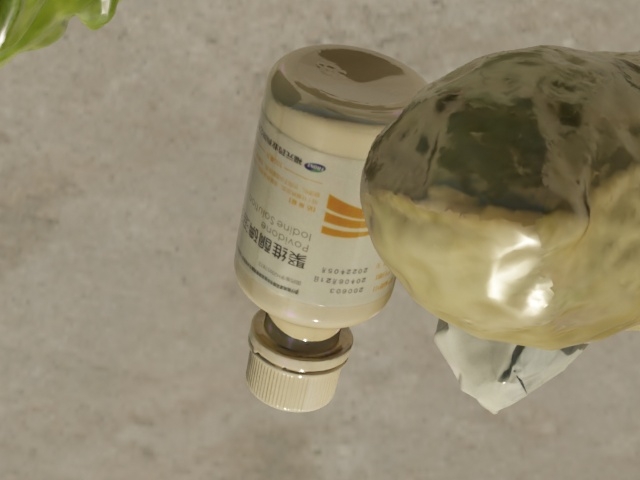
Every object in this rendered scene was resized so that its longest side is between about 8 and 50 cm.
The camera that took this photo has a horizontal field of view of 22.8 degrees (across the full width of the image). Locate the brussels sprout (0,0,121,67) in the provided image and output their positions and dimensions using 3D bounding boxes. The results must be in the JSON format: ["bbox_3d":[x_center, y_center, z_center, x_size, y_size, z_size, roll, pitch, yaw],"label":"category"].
[{"bbox_3d":[-0.225,-0.239,1.005,0.247,0.328,0.328,30,140,28],"label":"brussels sprout"}]

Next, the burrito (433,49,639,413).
[{"bbox_3d":[0.248,-0.059,1.228,0.139,0.101,0.445,44,89,-10],"label":"burrito"}]

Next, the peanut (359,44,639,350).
[{"bbox_3d":[0.097,-0.018,0.598,0.123,0.123,0.257,-36,163,29],"label":"peanut"}]

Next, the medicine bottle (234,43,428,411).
[{"bbox_3d":[0.000,0.000,1.070,0.114,0.114,0.252,8,122,-7],"label":"medicine bottle"}]
